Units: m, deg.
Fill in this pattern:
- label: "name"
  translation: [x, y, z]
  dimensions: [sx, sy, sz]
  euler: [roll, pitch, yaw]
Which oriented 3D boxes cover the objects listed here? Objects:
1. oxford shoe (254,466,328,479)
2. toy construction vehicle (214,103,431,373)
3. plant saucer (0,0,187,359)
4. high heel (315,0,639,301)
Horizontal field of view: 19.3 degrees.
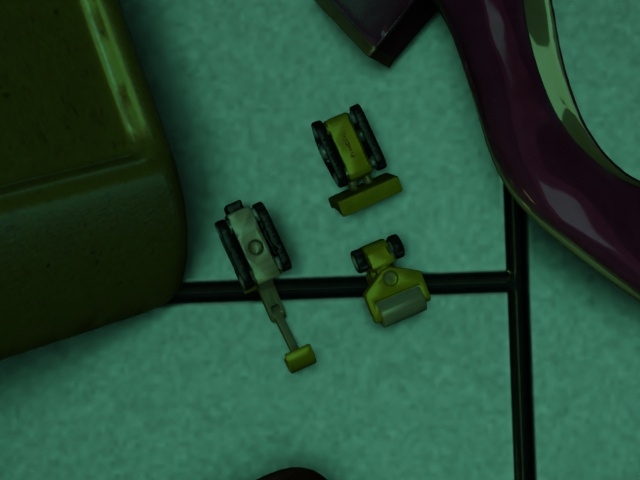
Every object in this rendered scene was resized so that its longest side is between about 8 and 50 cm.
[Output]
- label: "oxford shoe"
  translation: [-0.008, 0.275, 0.821]
  dimensions: [0.130, 0.123, 0.348]
  euler: [-16, 90, 27]
- label: "toy construction vehicle"
  translation: [0.000, 0.000, 0.852]
  dimensions: [0.086, 0.035, 0.098]
  euler: [-27, 91, -11]
- label: "plant saucer"
  translation: [-0.199, -0.104, 0.723]
  dimensions: [0.081, 0.333, 0.333]
  euler: [-21, 88, 44]
- label: "high heel"
  translation: [0.114, -0.074, 0.826]
  dimensions: [0.117, 0.082, 0.244]
  euler: [-47, 76, 9]
